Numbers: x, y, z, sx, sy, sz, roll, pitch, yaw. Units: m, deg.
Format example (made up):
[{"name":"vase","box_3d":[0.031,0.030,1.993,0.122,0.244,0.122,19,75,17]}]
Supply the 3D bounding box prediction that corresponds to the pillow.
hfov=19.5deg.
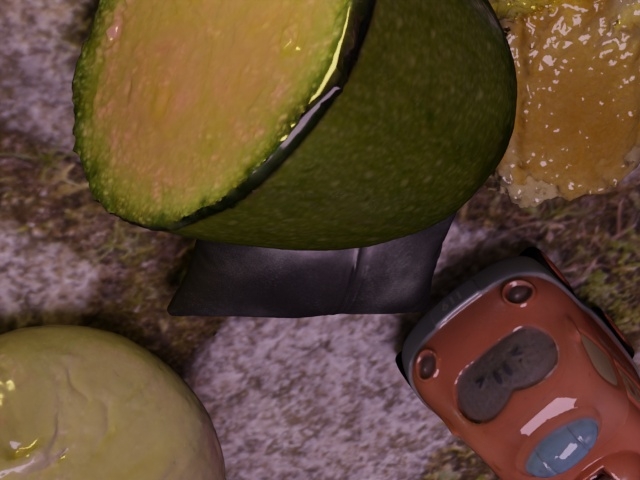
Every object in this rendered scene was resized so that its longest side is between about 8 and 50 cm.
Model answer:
[{"name":"pillow","box_3d":[0.000,0.000,1.617,0.249,0.106,0.186,-3,135,-18]}]

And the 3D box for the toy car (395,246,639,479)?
[{"name":"toy car","box_3d":[0.214,0.155,1.765,0.180,0.212,0.270,-40,132,10]}]

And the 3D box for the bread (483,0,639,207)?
[{"name":"bread","box_3d":[0.201,-0.141,1.584,0.174,0.121,0.245,-11,134,-6]}]

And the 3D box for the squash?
[{"name":"squash","box_3d":[0.019,-0.099,1.421,0.309,0.310,0.310,29,111,-41]}]

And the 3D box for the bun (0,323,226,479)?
[{"name":"bun","box_3d":[-0.254,0.253,1.632,0.361,0.213,0.361,-12,128,-16]}]
